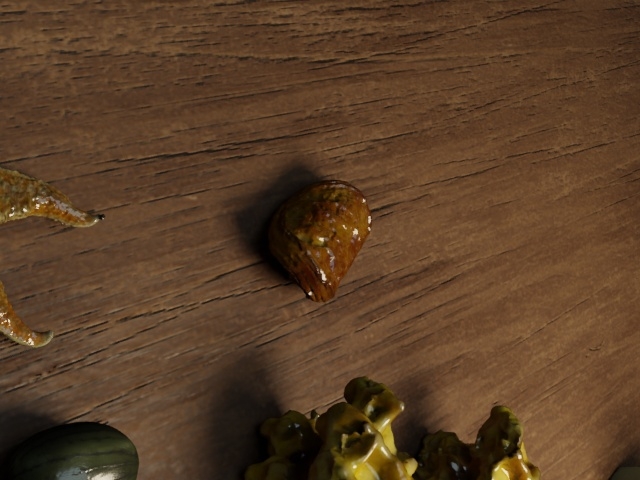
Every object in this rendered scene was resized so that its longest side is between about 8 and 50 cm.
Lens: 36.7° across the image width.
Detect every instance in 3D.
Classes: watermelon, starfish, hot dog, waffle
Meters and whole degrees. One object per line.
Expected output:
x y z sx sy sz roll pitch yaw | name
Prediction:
-0.187 0.176 0.738 0.111 0.078 0.078 -5 83 -49 | watermelon
-0.266 -0.040 0.747 0.138 0.050 0.247 -52 121 -39 | starfish
0.001 -0.002 0.971 0.099 0.065 0.147 52 39 -20 | hot dog
0.086 0.276 0.925 0.324 0.151 0.261 17 64 -38 | waffle

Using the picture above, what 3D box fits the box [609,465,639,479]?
0.482 0.359 1.213 0.086 0.225 0.129 -35 103 -42 | box
